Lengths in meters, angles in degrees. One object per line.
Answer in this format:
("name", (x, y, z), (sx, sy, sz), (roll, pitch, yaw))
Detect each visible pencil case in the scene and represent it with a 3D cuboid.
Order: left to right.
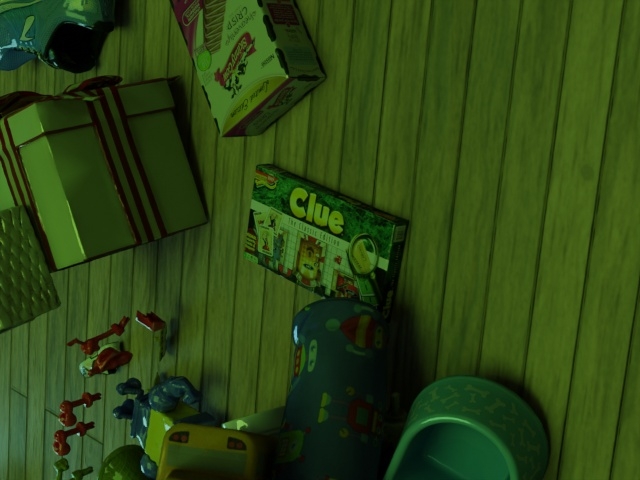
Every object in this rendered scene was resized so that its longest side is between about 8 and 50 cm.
("pencil case", (0.006, 0.216, 1.305), (0.133, 0.119, 0.306), (-21, 50, 41))

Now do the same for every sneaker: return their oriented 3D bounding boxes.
("sneaker", (-0.435, -0.326, 1.798), (0.330, 0.130, 0.147), (-18, 80, 46))
("sneaker", (-0.358, 0.205, 1.855), (0.109, 0.040, 0.043), (-38, 71, 43))

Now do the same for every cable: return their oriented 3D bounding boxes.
("cable", (0.096, 0.327, 1.408), (0.140, 0.072, 0.287), (16, 120, 27))

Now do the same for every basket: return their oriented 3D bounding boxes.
("basket", (-0.444, 0.043, 1.553), (0.103, 0.113, 0.167), (-17, 95, 47))

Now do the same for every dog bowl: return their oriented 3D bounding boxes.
("dog bowl", (0.139, 0.294, 1.279), (0.166, 0.074, 0.297), (28, 118, 14))

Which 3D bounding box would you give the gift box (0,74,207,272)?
("gift box", (-0.322, -0.107, 1.634), (0.276, 0.255, 0.258), (-17, 92, 43))

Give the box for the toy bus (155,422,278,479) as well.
("toy bus", (-0.114, 0.277, 1.280), (0.108, 0.332, 0.130), (7, 80, 7))

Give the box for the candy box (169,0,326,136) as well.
("candy box", (-0.103, -0.274, 1.497), (0.159, 0.071, 0.233), (-36, 71, 43))

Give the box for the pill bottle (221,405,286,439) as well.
("pill bottle", (-0.060, 0.337, 1.500), (0.124, 0.124, 0.221), (-25, 79, 45))

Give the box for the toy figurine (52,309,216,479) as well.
("toy figurine", (-0.250, 0.311, 1.661), (0.217, 0.191, 0.362), (28, 117, 35))

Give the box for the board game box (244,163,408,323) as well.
("board game box", (0.000, 0.000, 1.460), (0.260, 0.030, 0.136), (24, 111, 42))
